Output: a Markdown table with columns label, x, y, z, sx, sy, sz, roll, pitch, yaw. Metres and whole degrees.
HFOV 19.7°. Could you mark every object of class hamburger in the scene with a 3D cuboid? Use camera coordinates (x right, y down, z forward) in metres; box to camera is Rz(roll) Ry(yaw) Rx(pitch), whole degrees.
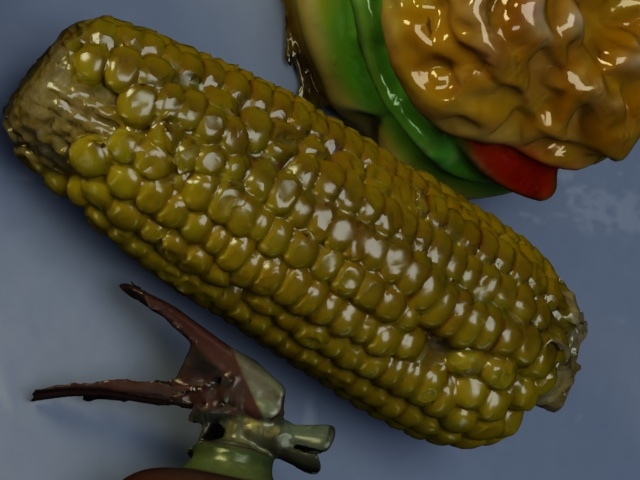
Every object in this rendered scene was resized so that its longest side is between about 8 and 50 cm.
| label | x | y | z | sx | sy | sz | roll | pitch | yaw |
| --- | --- | --- | --- | --- | --- | --- | --- | --- | --- |
| hamburger | 0.099 | -0.138 | 0.928 | 0.237 | 0.149 | 0.237 | 3 | 83 | -30 |

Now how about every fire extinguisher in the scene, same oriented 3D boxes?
| label | x | y | z | sx | sy | sz | roll | pitch | yaw |
| --- | --- | --- | --- | --- | --- | --- | --- | --- | --- |
| fire extinguisher | -0.081 | 0.187 | 0.813 | 0.147 | 0.106 | 0.337 | 13 | 75 | -4 |

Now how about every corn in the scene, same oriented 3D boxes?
| label | x | y | z | sx | sy | sz | roll | pitch | yaw |
| --- | --- | --- | --- | --- | --- | --- | --- | --- | --- |
| corn | 0.000 | 0.000 | 0.869 | 0.322 | 0.119 | 0.119 | 35 | 68 | -23 |
